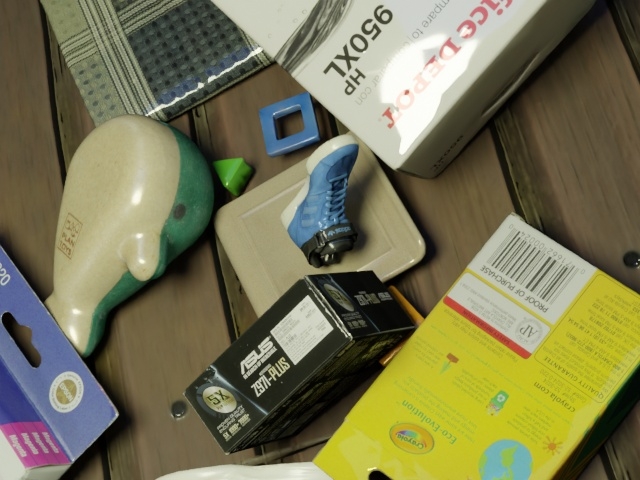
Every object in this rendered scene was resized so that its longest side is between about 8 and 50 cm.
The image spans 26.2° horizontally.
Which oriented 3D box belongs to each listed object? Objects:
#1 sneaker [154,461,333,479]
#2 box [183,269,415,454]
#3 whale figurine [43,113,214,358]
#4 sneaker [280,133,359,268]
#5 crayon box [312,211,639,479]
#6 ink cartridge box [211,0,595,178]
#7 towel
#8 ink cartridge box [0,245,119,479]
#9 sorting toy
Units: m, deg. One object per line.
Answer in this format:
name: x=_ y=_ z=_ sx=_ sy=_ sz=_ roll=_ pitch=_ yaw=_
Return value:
sneaker: x=-0.075 y=0.271 z=1.361 sx=0.212 sy=0.080 sz=0.094 roll=-6 pitch=75 yaw=14
box: x=-0.019 y=0.115 z=1.331 sx=0.180 sy=0.147 sz=0.077 roll=-45 pitch=71 yaw=21
whale figurine: x=-0.212 y=0.000 z=1.514 sx=0.216 sy=0.141 sz=0.272 roll=31 pitch=100 yaw=50
sneaker: x=0.014 y=-0.033 z=1.392 sx=0.058 sy=0.152 sz=0.084 roll=-12 pitch=59 yaw=-37
crayon box: x=0.169 y=0.154 z=1.326 sx=0.202 sy=0.081 sz=0.318 roll=36 pitch=80 yaw=29
ink cartridge box: x=0.052 y=-0.297 z=1.440 sx=0.395 sy=0.166 sz=0.285 roll=44 pitch=102 yaw=13
towel: x=-0.179 y=-0.300 z=1.687 sx=0.312 sy=0.056 sz=0.324 roll=-29 pitch=62 yaw=7
ink cartridge box: x=-0.420 y=0.186 z=1.481 sx=0.330 sy=0.071 sz=0.324 roll=-48 pitch=59 yaw=8
sorting toy: x=0.000 y=0.000 z=1.479 sx=0.196 sy=0.047 sz=0.348 roll=-32 pitch=59 yaw=7
